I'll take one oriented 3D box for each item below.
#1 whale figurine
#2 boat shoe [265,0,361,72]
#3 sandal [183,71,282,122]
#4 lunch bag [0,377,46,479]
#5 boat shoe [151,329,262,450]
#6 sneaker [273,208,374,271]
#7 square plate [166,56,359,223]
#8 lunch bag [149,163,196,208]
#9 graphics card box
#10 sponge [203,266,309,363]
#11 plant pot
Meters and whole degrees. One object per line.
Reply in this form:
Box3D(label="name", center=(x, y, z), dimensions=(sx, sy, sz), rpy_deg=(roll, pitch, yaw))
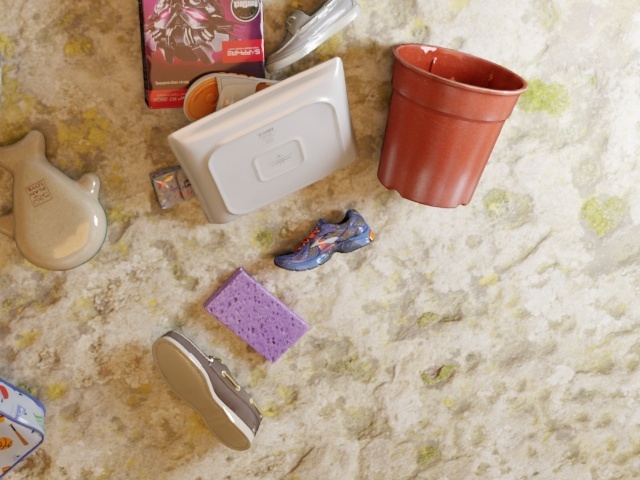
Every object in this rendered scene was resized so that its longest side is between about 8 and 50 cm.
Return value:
Box3D(label="whale figurine", center=(-0.522, -0.073, 1.895), dimensions=(0.216, 0.141, 0.272), rpy_deg=(-29, 89, -3))
Box3D(label="boat shoe", center=(-0.028, -0.415, 1.909), dimensions=(0.227, 0.079, 0.081), rpy_deg=(-38, 106, -9))
Box3D(label="sandal", center=(-0.122, -0.258, 1.843), dimensions=(0.265, 0.076, 0.102), rpy_deg=(-3, 116, -14))
Box3D(label="lunch bag", center=(-0.717, 0.407, 1.981), dimensions=(0.303, 0.115, 0.243), rpy_deg=(-39, 129, 14))
Box3D(label="boat shoe", center=(-0.237, 0.308, 2.103), dimensions=(0.117, 0.096, 0.324), rpy_deg=(-20, 116, 38))
Box3D(label="sneaker", center=(0.000, 0.000, 2.071), dimensions=(0.221, 0.083, 0.087), rpy_deg=(-24, 100, -11))
Box3D(label="square plate", center=(-0.090, -0.169, 1.885), dimensions=(0.347, 0.049, 0.344), rpy_deg=(-26, 153, -5))
Box3D(label="lunch bag", center=(-0.292, -0.111, 1.963), dimensions=(0.083, 0.053, 0.071), rpy_deg=(-20, 114, -16))
Box3D(label="graphics card box", center=(-0.225, -0.437, 1.841), dimensions=(0.233, 0.094, 0.371), rpy_deg=(-4, 109, -13))
Box3D(label="sponge", center=(-0.137, 0.163, 2.111), dimensions=(0.117, 0.031, 0.210), rpy_deg=(-46, 114, 5))
Box3D(label="plant pot", center=(0.241, -0.223, 1.958), dimensions=(0.272, 0.272, 0.265), rpy_deg=(7, 116, -16))
